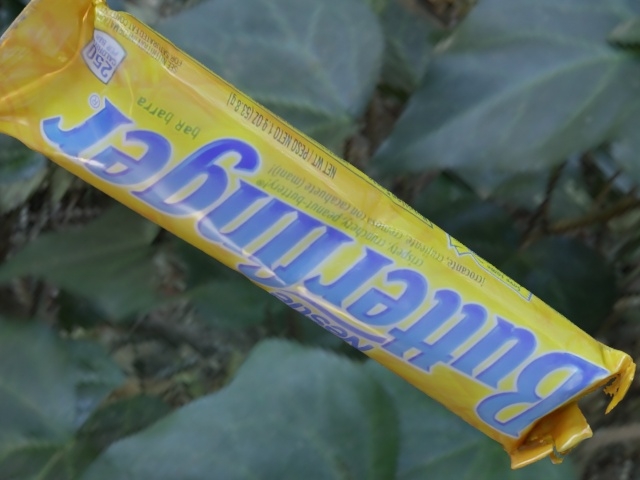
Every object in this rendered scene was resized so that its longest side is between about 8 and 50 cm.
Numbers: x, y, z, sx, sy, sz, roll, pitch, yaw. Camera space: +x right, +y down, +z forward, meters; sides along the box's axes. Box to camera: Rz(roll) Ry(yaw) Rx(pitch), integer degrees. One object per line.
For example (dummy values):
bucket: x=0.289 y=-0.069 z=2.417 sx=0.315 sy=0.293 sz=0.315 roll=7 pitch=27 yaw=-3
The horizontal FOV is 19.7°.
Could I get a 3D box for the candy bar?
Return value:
candy bar: x=0.000 y=0.000 z=0.381 sx=0.161 sy=0.040 sz=0.018 roll=34 pitch=25 yaw=-23
